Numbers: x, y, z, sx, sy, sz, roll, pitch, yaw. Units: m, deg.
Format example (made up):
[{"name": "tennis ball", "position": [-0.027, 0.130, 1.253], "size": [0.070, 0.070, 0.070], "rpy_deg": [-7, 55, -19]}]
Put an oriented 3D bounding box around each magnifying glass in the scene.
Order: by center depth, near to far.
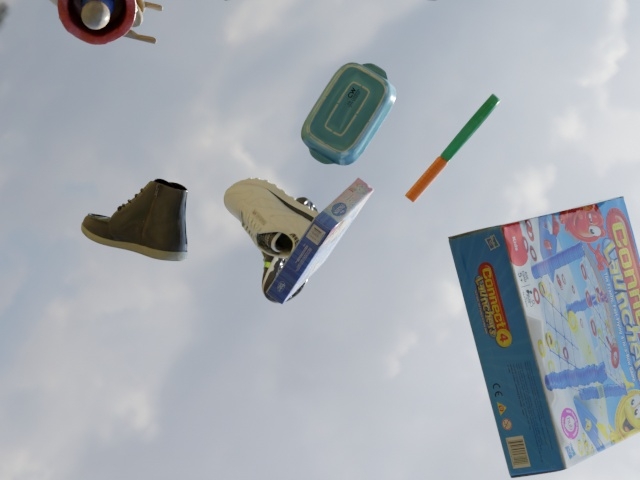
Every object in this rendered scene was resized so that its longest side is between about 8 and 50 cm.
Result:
[{"name": "magnifying glass", "position": [0.226, -0.158, 2.471], "size": [0.231, 0.026, 0.092], "rpy_deg": [-51, 177, 5]}]

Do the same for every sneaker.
[{"name": "sneaker", "position": [-0.282, -0.044, 2.249], "size": [0.222, 0.083, 0.118], "rpy_deg": [13, -82, 38]}, {"name": "sneaker", "position": [-0.090, -0.032, 2.433], "size": [0.235, 0.090, 0.095], "rpy_deg": [25, -130, 37]}, {"name": "sneaker", "position": [-0.071, 0.022, 2.581], "size": [0.097, 0.084, 0.234], "rpy_deg": [-10, -138, 33]}]

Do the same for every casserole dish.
[{"name": "casserole dish", "position": [0.045, -0.213, 2.379], "size": [0.188, 0.114, 0.037], "rpy_deg": [-57, 172, -6]}]

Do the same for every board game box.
[{"name": "board game box", "position": [0.000, 0.000, 1.206], "size": [0.090, 0.020, 0.090], "rpy_deg": [-56, 174, 35]}, {"name": "board game box", "position": [0.319, 0.114, 1.853], "size": [0.086, 0.308, 0.302], "rpy_deg": [-16, 178, 42]}]

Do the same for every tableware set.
[{"name": "tableware set", "position": [-0.297, -0.327, 1.878], "size": [0.194, 0.128, 0.039], "rpy_deg": [18, -116, 36]}]

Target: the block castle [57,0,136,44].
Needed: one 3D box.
[{"name": "block castle", "position": [-0.072, -0.391, 1.540], "size": [0.453, 0.303, 0.213], "rpy_deg": [-7, -151, -1]}]
